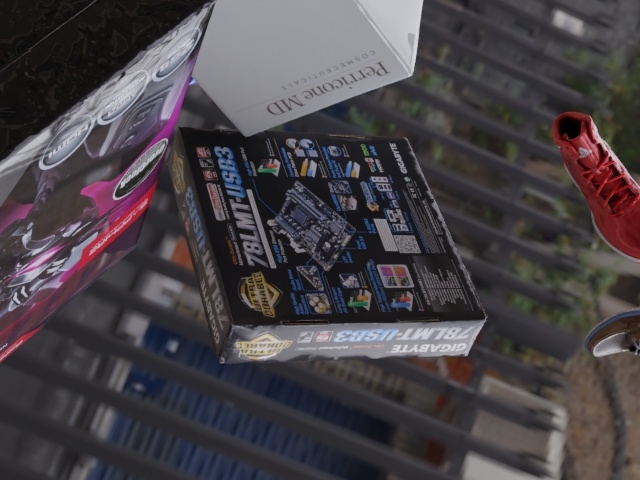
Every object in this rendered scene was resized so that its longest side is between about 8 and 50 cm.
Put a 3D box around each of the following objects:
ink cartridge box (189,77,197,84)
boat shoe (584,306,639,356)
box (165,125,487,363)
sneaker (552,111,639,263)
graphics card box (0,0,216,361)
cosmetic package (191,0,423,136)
[{"bbox_3d":[-0.187,-0.317,1.858,0.097,0.207,0.046,-41,167,36],"label":"ink cartridge box"},{"bbox_3d":[0.498,0.142,2.169,0.066,0.183,0.066,62,8,-46],"label":"boat shoe"},{"bbox_3d":[0.000,0.000,1.565,0.073,0.293,0.295,111,-31,-43],"label":"box"},{"bbox_3d":[0.350,-0.072,1.766,0.087,0.128,0.221,-40,-127,9],"label":"sneaker"},{"bbox_3d":[-0.205,-0.030,0.935,0.233,0.094,0.371,-43,171,-29],"label":"graphics card box"},{"bbox_3d":[-0.104,-0.334,1.444,0.230,0.453,0.161,-18,-137,29],"label":"cosmetic package"}]
